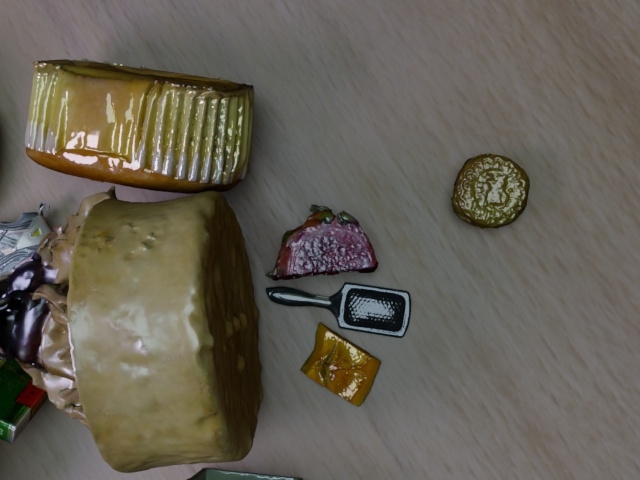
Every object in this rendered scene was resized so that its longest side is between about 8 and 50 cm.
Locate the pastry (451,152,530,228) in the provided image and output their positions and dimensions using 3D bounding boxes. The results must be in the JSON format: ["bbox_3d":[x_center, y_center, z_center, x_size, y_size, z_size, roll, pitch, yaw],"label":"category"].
[{"bbox_3d":[0.221,-0.064,1.122,0.109,0.057,0.097,-20,85,2],"label":"pastry"}]

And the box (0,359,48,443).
[{"bbox_3d":[-0.461,0.161,1.098,0.235,0.132,0.034,22,121,1],"label":"box"}]

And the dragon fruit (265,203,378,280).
[{"bbox_3d":[0.000,0.000,1.109,0.147,0.102,0.096,-6,91,-7],"label":"dragon fruit"}]

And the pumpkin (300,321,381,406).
[{"bbox_3d":[0.025,0.161,1.122,0.101,0.035,0.073,28,84,8],"label":"pumpkin"}]

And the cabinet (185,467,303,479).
[{"bbox_3d":[-0.097,0.396,1.049,0.150,0.145,0.206,5,84,5],"label":"cabinet"}]

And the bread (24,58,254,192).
[{"bbox_3d":[-0.228,-0.139,1.098,0.288,0.204,0.156,10,102,7],"label":"bread"}]

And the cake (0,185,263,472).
[{"bbox_3d":[-0.245,0.109,1.001,0.320,0.332,0.333,-6,84,7],"label":"cake"}]

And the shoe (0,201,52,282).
[{"bbox_3d":[-0.424,0.012,1.135,0.180,0.089,0.092,-16,84,-1],"label":"shoe"}]

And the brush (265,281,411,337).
[{"bbox_3d":[0.022,0.084,1.138,0.193,0.016,0.063,8,84,4],"label":"brush"}]
